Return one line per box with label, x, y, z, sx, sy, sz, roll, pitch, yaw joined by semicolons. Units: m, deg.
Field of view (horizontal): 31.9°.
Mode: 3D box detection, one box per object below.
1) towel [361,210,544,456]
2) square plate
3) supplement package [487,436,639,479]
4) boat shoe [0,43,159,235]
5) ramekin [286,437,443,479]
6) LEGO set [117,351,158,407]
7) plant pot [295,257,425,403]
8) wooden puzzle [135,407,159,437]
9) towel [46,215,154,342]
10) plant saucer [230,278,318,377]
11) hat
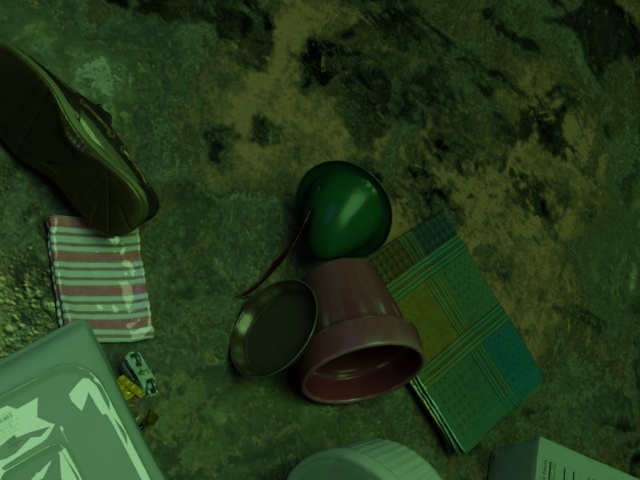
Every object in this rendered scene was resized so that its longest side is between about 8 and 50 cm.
towel;0.223;0.157;1.969;0.271;0.040;0.370;-30;87;-38
square plate;-0.352;0.315;1.392;0.347;0.049;0.344;-28;93;-37
supplement package;0.418;0.448;1.914;0.244;0.139;0.134;25;59;-21
boat shoe;-0.369;-0.155;1.680;0.342;0.123;0.123;45;22;4
ramekin;0.080;0.417;1.643;0.127;0.273;0.273;-20;83;-48
LEGO set;-0.359;0.246;1.545;0.287;0.107;0.132;-8;41;-30
plant pot;0.048;0.137;1.780;0.201;0.201;0.180;7;51;-30
wooden puzzle;-0.268;0.283;1.580;0.014;0.078;0.116;34;66;17
towel;-0.325;0.056;1.661;0.144;0.029;0.197;-1;72;-32
plant saucer;-0.066;0.139;1.720;0.029;0.168;0.168;41;52;-39
hat;0.000;0.000;1.783;0.173;0.209;0.183;25;36;12
